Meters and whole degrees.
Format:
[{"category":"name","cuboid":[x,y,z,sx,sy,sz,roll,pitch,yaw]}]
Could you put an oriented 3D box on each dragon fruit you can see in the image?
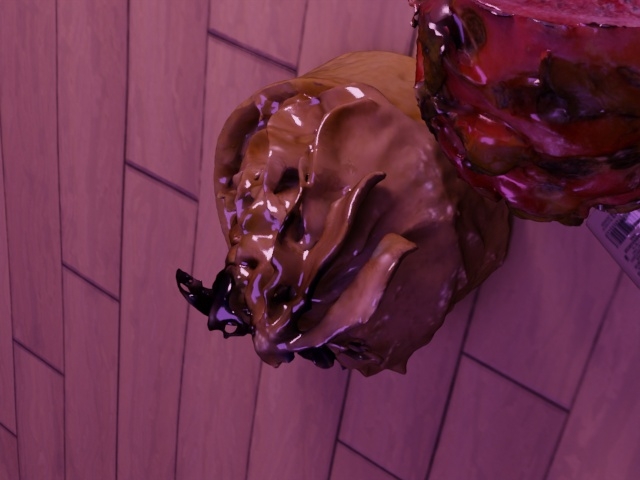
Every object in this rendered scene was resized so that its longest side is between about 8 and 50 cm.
[{"category":"dragon fruit","cuboid":[0.218,-0.143,0.799,0.296,0.314,0.263,7,135,13]}]

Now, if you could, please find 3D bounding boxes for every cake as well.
[{"category":"cake","cuboid":[-0.004,-0.008,0.998,0.332,0.321,0.332,18,123,31]}]

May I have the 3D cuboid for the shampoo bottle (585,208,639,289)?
[{"category":"shampoo bottle","cuboid":[0.362,0.042,0.875,0.257,0.078,0.127,45,129,16]}]
